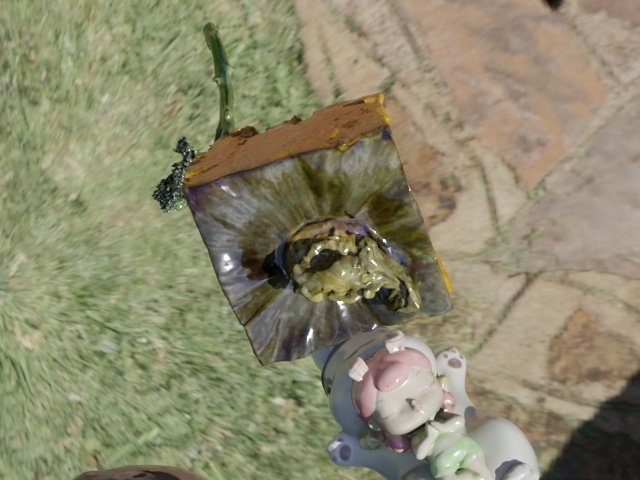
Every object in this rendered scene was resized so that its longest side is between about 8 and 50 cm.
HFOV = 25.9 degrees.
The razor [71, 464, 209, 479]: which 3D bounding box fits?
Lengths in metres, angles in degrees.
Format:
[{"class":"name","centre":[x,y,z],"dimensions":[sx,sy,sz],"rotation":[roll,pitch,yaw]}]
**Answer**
[{"class":"razor","centre":[-0.023,0.243,0.691],"dimensions":[0.349,0.204,0.113],"rotation":[35,122,24]}]

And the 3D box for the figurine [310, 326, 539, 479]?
[{"class":"figurine","centre":[0.044,0.073,0.684],"dimensions":[0.081,0.098,0.146],"rotation":[-27,67,-28]}]

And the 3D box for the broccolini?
[{"class":"broccolini","centre":[-0.085,-0.093,1.064],"dimensions":[0.052,0.054,0.194],"rotation":[24,43,-16]}]

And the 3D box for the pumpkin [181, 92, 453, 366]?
[{"class":"pumpkin","centre":[0.000,0.000,0.470],"dimensions":[0.074,0.054,0.083],"rotation":[-20,121,4]}]
